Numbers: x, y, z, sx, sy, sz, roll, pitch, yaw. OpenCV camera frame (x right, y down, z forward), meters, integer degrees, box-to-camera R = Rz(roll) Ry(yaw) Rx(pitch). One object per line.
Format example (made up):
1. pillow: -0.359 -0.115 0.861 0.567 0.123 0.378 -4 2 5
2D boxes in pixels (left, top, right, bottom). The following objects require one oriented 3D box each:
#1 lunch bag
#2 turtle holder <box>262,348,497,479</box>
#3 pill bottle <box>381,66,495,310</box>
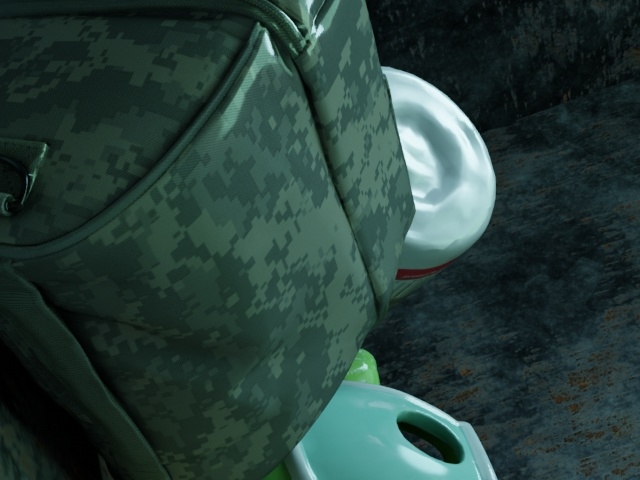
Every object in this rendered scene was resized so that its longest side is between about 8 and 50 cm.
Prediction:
1. lunch bag: -0.085 -0.013 0.611 0.305 0.212 0.256 72 30 -49
2. turtle holder: 0.014 0.219 0.789 0.320 0.227 0.244 -156 -129 -87
3. pill bottle: 0.000 0.000 0.944 0.318 0.176 0.176 -45 -120 52
